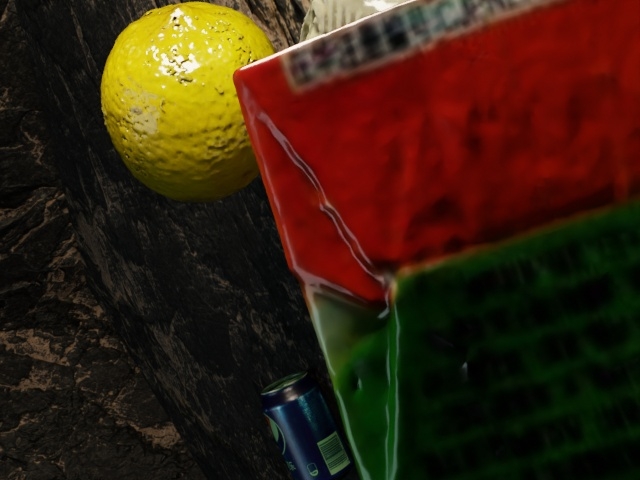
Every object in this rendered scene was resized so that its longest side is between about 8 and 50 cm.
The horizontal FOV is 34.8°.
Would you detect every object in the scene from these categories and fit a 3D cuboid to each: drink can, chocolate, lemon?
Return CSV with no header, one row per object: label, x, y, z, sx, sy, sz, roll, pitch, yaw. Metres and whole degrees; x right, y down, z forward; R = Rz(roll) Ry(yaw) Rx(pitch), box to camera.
drink can,-0.026,0.347,1.863,0.205,0.118,0.118,67,159,-1
chocolate,0.169,-0.005,0.670,0.161,0.360,0.342,6,-115,-79
lemon,-0.173,-0.186,1.420,0.258,0.257,0.310,52,153,29

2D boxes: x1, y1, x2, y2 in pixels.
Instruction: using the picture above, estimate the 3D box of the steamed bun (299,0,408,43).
steamed bun,0.089,-0.152,1.012,0.218,0.144,0.211,21,125,24
